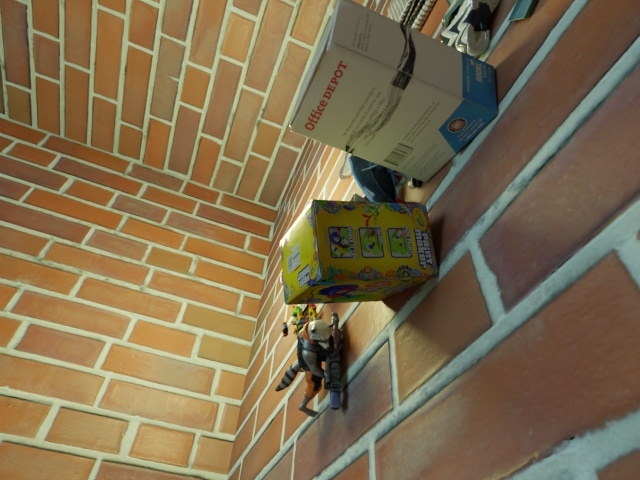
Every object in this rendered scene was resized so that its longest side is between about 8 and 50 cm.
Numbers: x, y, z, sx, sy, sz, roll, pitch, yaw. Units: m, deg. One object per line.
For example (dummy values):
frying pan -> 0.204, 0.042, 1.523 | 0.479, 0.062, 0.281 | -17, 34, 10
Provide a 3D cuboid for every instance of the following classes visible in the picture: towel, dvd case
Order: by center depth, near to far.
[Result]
dvd case -> 0.363, -0.594, 1.191 | 0.087, 0.013, 0.119 | -49, -18, 0
towel -> 0.351, -0.934, 1.658 | 0.284, 0.121, 0.235 | -85, 17, -44

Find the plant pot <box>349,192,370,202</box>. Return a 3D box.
plant pot -> 0.119, -0.053, 1.263 | 0.109, 0.096, 0.109 | -82, 15, -47

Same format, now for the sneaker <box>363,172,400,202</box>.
sneaker -> 0.187, -0.158, 1.419 | 0.221, 0.087, 0.128 | -58, 6, 6

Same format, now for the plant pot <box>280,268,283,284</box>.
plant pot -> -0.048, 0.105, 1.768 | 0.201, 0.180, 0.201 | -162, 90, -76

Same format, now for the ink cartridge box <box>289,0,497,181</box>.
ink cartridge box -> 0.158, -0.333, 1.029 | 0.285, 0.394, 0.166 | 130, 154, -58

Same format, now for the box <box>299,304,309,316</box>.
box -> -0.063, 0.279, 1.932 | 0.137, 0.027, 0.094 | 121, 163, -45

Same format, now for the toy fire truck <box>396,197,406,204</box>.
toy fire truck -> 0.183, -0.029, 1.290 | 0.192, 0.047, 0.135 | 128, 157, -58

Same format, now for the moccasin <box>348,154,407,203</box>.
moccasin -> 0.158, -0.201, 1.240 | 0.116, 0.137, 0.342 | -36, 35, 16

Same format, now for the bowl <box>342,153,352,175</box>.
bowl -> 0.151, -0.336, 1.824 | 0.142, 0.053, 0.142 | 178, 109, -77

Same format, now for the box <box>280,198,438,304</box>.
box -> 0.075, 0.039, 1.051 | 0.290, 0.279, 0.177 | 134, 133, -64

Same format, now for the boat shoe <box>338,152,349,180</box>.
boat shoe -> 0.118, -0.336, 1.991 | 0.040, 0.049, 0.142 | 81, -154, -76

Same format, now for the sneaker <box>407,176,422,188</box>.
sneaker -> 0.261, -0.193, 1.205 | 0.044, 0.040, 0.109 | 148, 139, -73

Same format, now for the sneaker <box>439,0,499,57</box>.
sneaker -> 0.372, -0.567, 1.127 | 0.153, 0.094, 0.235 | -179, 97, -68

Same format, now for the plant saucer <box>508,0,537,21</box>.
plant saucer -> 0.463, -0.561, 0.920 | 0.067, 0.018, 0.192 | -108, 39, -69

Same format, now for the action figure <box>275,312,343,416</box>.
action figure -> -0.028, 0.388, 1.335 | 0.341, 0.178, 0.330 | -90, 13, -59

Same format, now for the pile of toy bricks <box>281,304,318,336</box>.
pile of toy bricks -> -0.094, 0.313, 1.781 | 0.212, 0.118, 0.105 | 127, 138, -52
